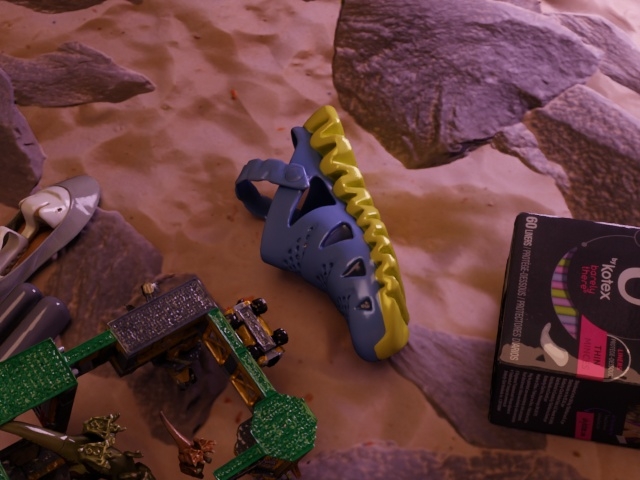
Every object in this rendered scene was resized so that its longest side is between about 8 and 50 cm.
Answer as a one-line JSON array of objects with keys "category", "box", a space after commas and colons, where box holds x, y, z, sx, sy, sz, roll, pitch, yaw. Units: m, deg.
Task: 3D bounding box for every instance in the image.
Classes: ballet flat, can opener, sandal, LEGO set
[{"category": "ballet flat", "box": [-0.327, -0.008, 1.004, 0.072, 0.068, 0.213, 26, 63, 21]}, {"category": "can opener", "box": [-0.366, 0.153, 0.896, 0.074, 0.093, 0.280, 26, 58, 22]}, {"category": "sandal", "box": [0.000, 0.000, 0.943, 0.138, 0.126, 0.317, -20, 49, -3]}, {"category": "LEGO set", "box": [-0.182, 0.193, 0.821, 0.255, 0.192, 0.331, 47, 57, 9]}]

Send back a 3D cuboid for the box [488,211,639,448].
[{"category": "box", "box": [0.301, 0.092, 0.827, 0.270, 0.143, 0.165, 8, 58, 10]}]
